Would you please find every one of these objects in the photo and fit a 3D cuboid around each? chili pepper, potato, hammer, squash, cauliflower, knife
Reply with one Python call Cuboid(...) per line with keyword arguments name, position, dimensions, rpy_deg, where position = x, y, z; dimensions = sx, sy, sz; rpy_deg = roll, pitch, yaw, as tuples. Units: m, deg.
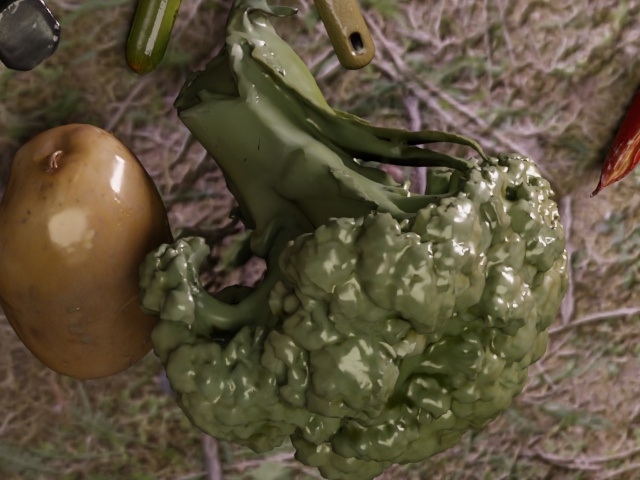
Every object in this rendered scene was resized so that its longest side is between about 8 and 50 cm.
Cuboid(name="chili pepper", position=(0.246, -0.101, 1.309), dimensions=(0.045, 0.027, 0.178), rpy_deg=(32, 97, -24))
Cuboid(name="potato", position=(-0.148, 0.011, 1.160), dimensions=(0.109, 0.118, 0.178), rpy_deg=(6, 132, 21))
Cuboid(name="hammer", position=(-0.063, -0.235, 1.099), dimensions=(0.365, 0.111, 0.043), rpy_deg=(-38, 125, -6))
Cuboid(name="squash", position=(-0.102, -0.144, 1.161), dimensions=(0.027, 0.027, 0.083), rpy_deg=(13, 107, -24))
Cuboid(name="cauliflower", position=(0.002, 0.021, 1.140), dimensions=(0.281, 0.327, 0.260), rpy_deg=(31, 65, 7))
Cuboid(name="knife", position=(-0.021, -0.243, 1.159), dimensions=(0.047, 0.017, 0.298), rpy_deg=(-28, 113, -8))
